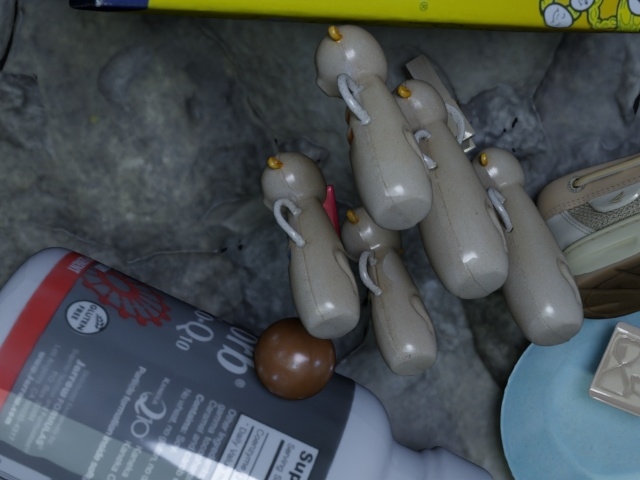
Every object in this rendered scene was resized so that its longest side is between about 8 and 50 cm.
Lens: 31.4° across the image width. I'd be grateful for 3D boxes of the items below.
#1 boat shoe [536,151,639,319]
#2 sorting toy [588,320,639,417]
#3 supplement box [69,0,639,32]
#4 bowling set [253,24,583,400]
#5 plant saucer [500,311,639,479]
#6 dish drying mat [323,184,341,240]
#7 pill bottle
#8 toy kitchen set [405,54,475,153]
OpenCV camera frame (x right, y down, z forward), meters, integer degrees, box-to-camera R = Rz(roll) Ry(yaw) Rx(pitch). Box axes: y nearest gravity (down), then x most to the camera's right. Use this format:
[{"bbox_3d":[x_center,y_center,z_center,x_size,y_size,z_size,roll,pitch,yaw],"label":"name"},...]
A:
[{"bbox_3d":[0.310,-0.055,0.772,0.341,0.121,0.110,-21,58,18],"label":"boat shoe"},{"bbox_3d":[0.247,0.102,0.842,0.083,0.012,0.062,21,96,3],"label":"sorting toy"},{"bbox_3d":[0.035,-0.228,0.688,0.356,0.195,0.194,-1,101,-17],"label":"supplement box"},{"bbox_3d":[0.022,-0.006,0.721,0.200,0.287,0.154,-28,56,18],"label":"bowling set"},{"bbox_3d":[0.234,0.134,0.875,0.195,0.037,0.195,1,100,4],"label":"plant saucer"},{"bbox_3d":[0.000,0.000,0.879,0.032,0.008,0.083,-8,99,4],"label":"dish drying mat"},{"bbox_3d":[-0.077,0.168,0.812,0.363,0.210,0.210,25,101,-2],"label":"pill bottle"},{"bbox_3d":[0.062,-0.075,0.845,0.083,0.068,0.075,-30,73,0],"label":"toy kitchen set"}]
